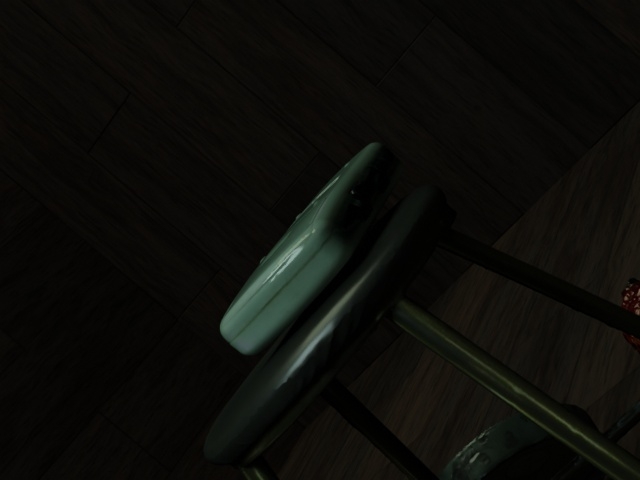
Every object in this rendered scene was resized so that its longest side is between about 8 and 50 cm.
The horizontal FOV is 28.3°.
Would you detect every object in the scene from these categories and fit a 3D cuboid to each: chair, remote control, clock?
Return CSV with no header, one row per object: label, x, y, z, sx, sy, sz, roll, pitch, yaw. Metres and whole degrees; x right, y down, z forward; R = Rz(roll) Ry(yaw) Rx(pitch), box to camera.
chair,0.147,0.186,1.091,0.362,0.410,0.364,-48,2,24
remote control,0.000,0.000,1.098,0.140,0.056,0.296,-48,3,21
clock,0.217,0.267,1.380,0.215,0.042,0.215,-18,-43,-18

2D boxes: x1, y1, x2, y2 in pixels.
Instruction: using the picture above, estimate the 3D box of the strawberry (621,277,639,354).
strawberry,0.414,0.090,1.447,0.131,0.131,0.148,-49,43,12
